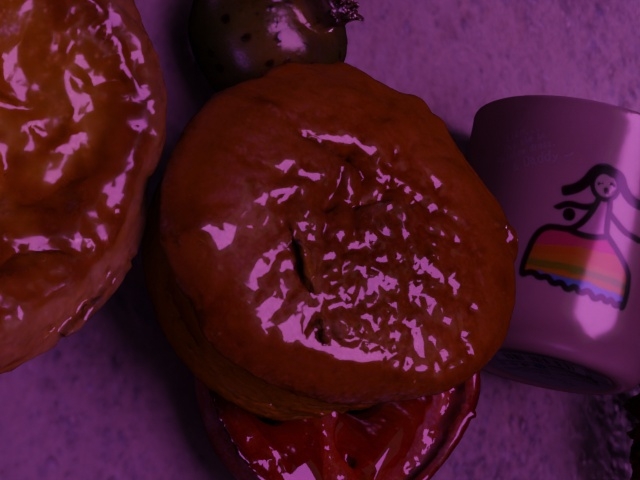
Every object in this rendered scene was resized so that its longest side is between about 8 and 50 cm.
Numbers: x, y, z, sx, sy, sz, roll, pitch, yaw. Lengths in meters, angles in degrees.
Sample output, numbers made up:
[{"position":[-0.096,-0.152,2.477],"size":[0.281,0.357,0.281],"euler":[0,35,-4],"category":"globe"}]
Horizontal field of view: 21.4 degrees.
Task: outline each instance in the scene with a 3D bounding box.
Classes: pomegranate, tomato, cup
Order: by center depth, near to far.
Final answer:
[{"position":[-0.031,-0.155,1.232],"size":[0.130,0.130,0.130],"euler":[5,82,-41],"category":"pomegranate"},{"position":[0.000,0.100,1.253],"size":[0.228,0.101,0.228],"euler":[8,74,-28],"category":"tomato"},{"position":[0.228,0.019,1.377],"size":[0.253,0.191,0.200],"euler":[15,76,-4],"category":"cup"}]

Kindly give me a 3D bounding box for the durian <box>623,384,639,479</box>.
[{"position":[0.429,0.170,1.485],"size":[0.347,0.347,0.384],"euler":[4,94,-41],"category":"durian"}]

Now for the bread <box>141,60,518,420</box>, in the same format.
[{"position":[0.000,0.000,1.149],"size":[0.268,0.146,0.268],"euler":[11,65,-26],"category":"bread"}]

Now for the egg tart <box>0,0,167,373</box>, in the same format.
[{"position":[-0.249,-0.077,1.030],"size":[0.341,0.129,0.341],"euler":[6,81,-40],"category":"egg tart"}]
